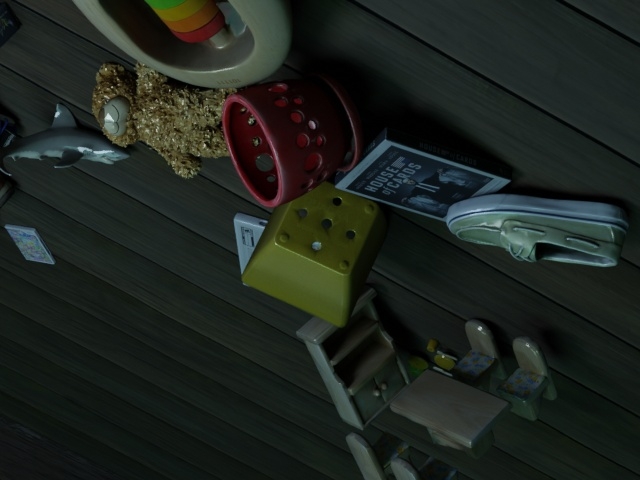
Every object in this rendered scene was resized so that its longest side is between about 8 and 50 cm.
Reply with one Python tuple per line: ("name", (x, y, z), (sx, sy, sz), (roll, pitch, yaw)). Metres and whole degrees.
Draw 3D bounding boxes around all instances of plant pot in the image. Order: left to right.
("plant pot", (-0.041, -0.171, 1.704), (0.191, 0.174, 0.191), (47, 152, 34))
("plant pot", (0.000, 0.000, 1.889), (0.212, 0.212, 0.187), (24, 162, 2))

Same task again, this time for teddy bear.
("teddy bear", (-0.261, -0.216, 1.899), (0.338, 0.113, 0.245), (22, 144, 5))

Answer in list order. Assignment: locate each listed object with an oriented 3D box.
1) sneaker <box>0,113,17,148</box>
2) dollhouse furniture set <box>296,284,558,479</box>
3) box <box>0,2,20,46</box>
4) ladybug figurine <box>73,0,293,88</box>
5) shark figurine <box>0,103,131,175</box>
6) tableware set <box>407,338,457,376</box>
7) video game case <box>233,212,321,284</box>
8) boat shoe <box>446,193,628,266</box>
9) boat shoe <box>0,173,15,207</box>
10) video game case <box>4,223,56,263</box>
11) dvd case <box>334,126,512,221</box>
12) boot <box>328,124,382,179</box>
("sneaker", (-0.693, -0.240, 2.112), (0.182, 0.127, 0.315), (20, 169, -9))
("dollhouse furniture set", (0.175, 0.267, 2.062), (0.394, 0.362, 0.256), (17, 139, 50))
("box", (-0.669, -0.328, 1.897), (0.183, 0.233, 0.059), (0, 134, 31))
("ladybug figurine", (-0.199, -0.383, 1.524), (0.305, 0.162, 0.449), (-3, 155, 20))
("shark figurine", (-0.524, -0.203, 2.067), (0.166, 0.278, 0.116), (28, 117, 52))
("tableware set", (0.238, 0.260, 2.295), (0.104, 0.024, 0.154), (22, 147, 11))
("video game case", (-0.071, 0.045, 2.201), (0.206, 0.026, 0.227), (16, 144, 14))
("boat shoe", (0.349, -0.014, 1.765), (0.302, 0.094, 0.109), (2, 155, 26))
("boat shoe", (-0.828, -0.116, 2.400), (0.324, 0.123, 0.120), (-10, 128, 30))
("video game case", (-0.692, 0.009, 2.558), (0.087, 0.011, 0.122), (8, 142, 24))
("dvd case", (0.168, -0.103, 1.780), (0.238, 0.030, 0.179), (15, 151, -22))
("boot", (0.032, -0.152, 1.854), (0.219, 0.082, 0.106), (5, 168, 11))
